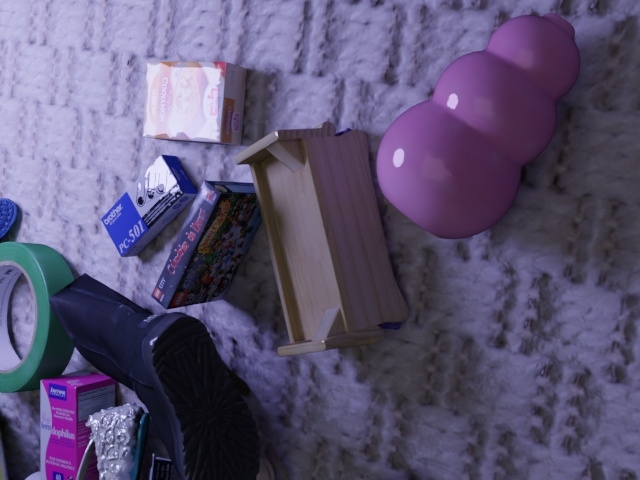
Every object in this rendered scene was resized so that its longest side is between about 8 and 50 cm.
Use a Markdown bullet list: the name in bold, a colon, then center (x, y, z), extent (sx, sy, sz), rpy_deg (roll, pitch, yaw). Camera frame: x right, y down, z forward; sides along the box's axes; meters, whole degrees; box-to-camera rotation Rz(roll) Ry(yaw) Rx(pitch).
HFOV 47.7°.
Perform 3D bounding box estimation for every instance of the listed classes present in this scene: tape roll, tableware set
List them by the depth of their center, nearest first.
- **tableware set**: center (-0.095, 0.469, 1.311), extent (0.128, 0.039, 0.194), rpy_deg (-28, 84, 16)
- **tape roll**: center (-0.649, 0.165, 1.564), extent (0.321, 0.077, 0.322), rpy_deg (-3, 84, 35)

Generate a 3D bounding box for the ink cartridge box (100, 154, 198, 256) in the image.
- **ink cartridge box**: center (-0.338, -0.065, 1.417), extent (0.207, 0.046, 0.097), rpy_deg (-41, 72, 25)

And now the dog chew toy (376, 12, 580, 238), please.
- **dog chew toy**: center (0.228, -0.166, 1.009), extent (0.206, 0.206, 0.332), rpy_deg (41, 103, 22)

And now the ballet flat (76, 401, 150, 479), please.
- **ballet flat**: center (-0.411, 0.522, 1.404), extent (0.146, 0.147, 0.409), rpy_deg (-6, 75, 30)

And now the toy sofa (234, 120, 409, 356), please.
- **toy sofa**: center (0.000, 0.000, 1.188), extent (0.150, 0.177, 0.363), rpy_deg (-20, 82, 54)

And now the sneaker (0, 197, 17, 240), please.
- **sneaker**: center (-0.776, -0.009, 1.653), extent (0.081, 0.090, 0.232), rpy_deg (41, 92, -19)

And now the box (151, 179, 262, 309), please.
- **box**: center (-0.187, 0.007, 1.269), extent (0.044, 0.159, 0.233), rpy_deg (36, 109, 23)

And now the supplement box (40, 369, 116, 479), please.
- **supplement box**: center (-0.500, 0.392, 1.497), extent (0.111, 0.114, 0.220), rpy_deg (2, 92, 31)

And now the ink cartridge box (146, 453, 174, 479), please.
- **ink cartridge box**: center (-0.298, 0.518, 1.308), extent (0.224, 0.045, 0.224), rpy_deg (119, 155, -59)

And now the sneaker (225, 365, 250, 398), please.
- **sneaker**: center (-0.224, 0.255, 1.356), extent (0.192, 0.064, 0.086), rpy_deg (41, 107, 19)

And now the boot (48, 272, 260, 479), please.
- **boot**: center (-0.314, 0.261, 1.305), extent (0.445, 0.146, 0.367), rpy_deg (6, 115, 48)

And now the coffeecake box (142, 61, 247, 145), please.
- **coffeecake box**: center (-0.233, -0.253, 1.335), extent (0.185, 0.068, 0.143), rpy_deg (8, 95, 29)

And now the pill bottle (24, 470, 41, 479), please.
- **pill bottle**: center (-0.534, 0.578, 1.519), extent (0.221, 0.121, 0.121), rpy_deg (17, 101, 28)

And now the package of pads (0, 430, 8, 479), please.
- **package of pads**: center (-0.745, 0.508, 1.591), extent (0.229, 0.101, 0.297), rpy_deg (-18, 83, 66)
